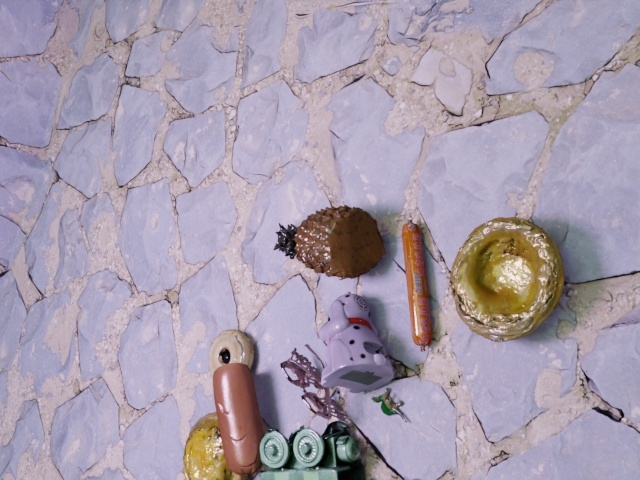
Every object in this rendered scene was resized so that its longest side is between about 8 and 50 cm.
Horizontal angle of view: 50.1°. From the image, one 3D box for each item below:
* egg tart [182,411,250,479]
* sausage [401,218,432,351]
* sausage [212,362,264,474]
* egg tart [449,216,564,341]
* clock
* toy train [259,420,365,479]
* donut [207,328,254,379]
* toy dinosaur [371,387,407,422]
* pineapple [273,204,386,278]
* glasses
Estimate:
[{"bbox_3d":[-0.324,0.652,2.032,0.291,0.107,0.291,-11,71,37],"label":"egg tart"},{"bbox_3d":[0.246,0.110,1.749,0.053,0.053,0.348,-16,69,35],"label":"sausage"},{"bbox_3d":[-0.229,0.503,1.928,0.121,0.121,0.304,-24,68,32],"label":"sausage"},{"bbox_3d":[0.430,0.091,1.566,0.288,0.118,0.288,-10,72,34],"label":"egg tart"},{"bbox_3d":[0.078,0.251,1.785,0.189,0.189,0.254,-35,48,27],"label":"clock"},{"bbox_3d":[-0.030,0.597,1.778,0.299,0.167,0.238,-17,74,36],"label":"toy train"},{"bbox_3d":[-0.270,0.356,2.092,0.174,0.068,0.175,-14,68,37],"label":"donut"},{"bbox_3d":[0.180,0.426,1.745,0.119,0.029,0.060,42,121,32],"label":"toy dinosaur"},{"bbox_3d":[0.000,0.000,1.909,0.362,0.202,0.202,5,81,54],"label":"pineapple"},{"bbox_3d":[-0.006,0.372,1.821,0.095,0.162,0.255,-41,59,9],"label":"glasses"}]
